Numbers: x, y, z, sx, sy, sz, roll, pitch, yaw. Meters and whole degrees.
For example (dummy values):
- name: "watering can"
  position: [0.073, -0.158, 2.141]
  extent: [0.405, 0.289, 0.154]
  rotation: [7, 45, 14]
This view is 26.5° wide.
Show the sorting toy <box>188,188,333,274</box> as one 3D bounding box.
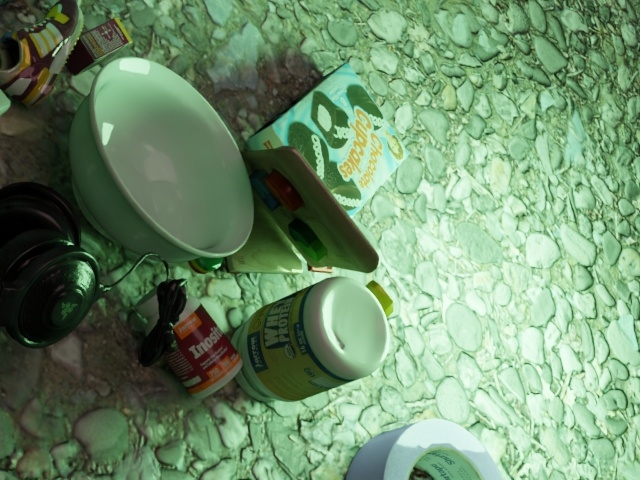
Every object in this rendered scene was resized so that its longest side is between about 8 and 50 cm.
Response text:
- name: "sorting toy"
  position: [-0.093, -0.010, 1.996]
  extent: [0.274, 0.046, 0.132]
  rotation: [3, 69, -42]

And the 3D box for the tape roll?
- name: "tape roll"
  position: [0.163, 0.407, 2.017]
  extent: [0.275, 0.090, 0.274]
  rotation: [20, 58, -36]

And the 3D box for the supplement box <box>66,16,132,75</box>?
- name: "supplement box"
  position: [-0.314, -0.271, 1.901]
  extent: [0.083, 0.055, 0.043]
  rotation: [-39, 100, -47]

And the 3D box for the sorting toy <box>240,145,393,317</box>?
- name: "sorting toy"
  position: [0.000, 0.000, 1.898]
  extent: [0.041, 0.229, 0.307]
  rotation: [-42, 103, -16]

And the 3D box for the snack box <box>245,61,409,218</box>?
- name: "snack box"
  position: [0.018, -0.143, 2.108]
  extent: [0.187, 0.060, 0.322]
  rotation: [56, 32, -9]

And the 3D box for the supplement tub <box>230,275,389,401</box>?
- name: "supplement tub"
  position: [-0.019, 0.142, 1.885]
  extent: [0.144, 0.200, 0.144]
  rotation: [20, 58, -36]

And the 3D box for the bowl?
- name: "bowl"
  position: [-0.235, -0.084, 1.810]
  extent: [0.298, 0.134, 0.298]
  rotation: [39, 34, -34]

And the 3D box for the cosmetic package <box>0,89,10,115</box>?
- name: "cosmetic package"
  position: [-0.580, -0.255, 1.495]
  extent: [0.453, 0.161, 0.230]
  rotation: [51, 21, -8]

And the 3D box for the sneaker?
- name: "sneaker"
  position: [-0.381, -0.269, 1.825]
  extent: [0.084, 0.070, 0.185]
  rotation: [37, 49, -31]

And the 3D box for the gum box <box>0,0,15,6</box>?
- name: "gum box"
  position: [-0.363, -0.380, 1.830]
  extent: [0.184, 0.157, 0.041]
  rotation: [-36, 97, -46]

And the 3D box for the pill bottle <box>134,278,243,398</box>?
- name: "pill bottle"
  position: [-0.179, 0.130, 1.822]
  extent: [0.152, 0.086, 0.086]
  rotation: [54, 45, -11]

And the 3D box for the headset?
- name: "headset"
  position: [-0.346, 0.052, 1.626]
  extent: [0.394, 0.185, 0.243]
  rotation: [10, 23, -27]
